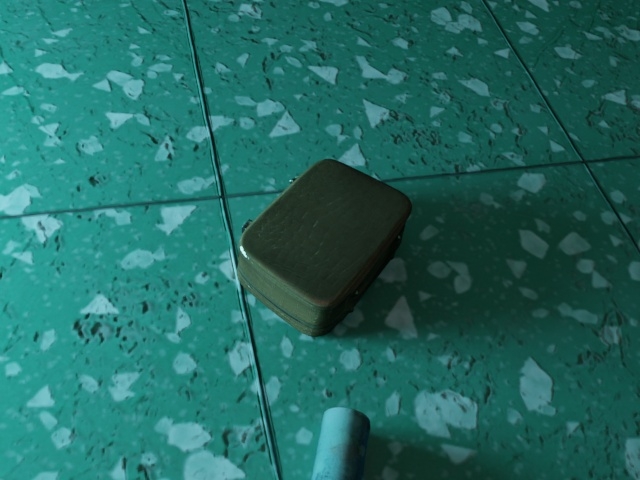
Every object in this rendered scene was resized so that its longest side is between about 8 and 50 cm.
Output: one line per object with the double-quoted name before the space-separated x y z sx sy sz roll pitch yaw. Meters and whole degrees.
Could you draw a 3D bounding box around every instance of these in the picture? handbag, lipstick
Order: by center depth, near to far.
"lipstick" 0.012 0.228 0.597 0.048 0.048 0.157 12 52 0
"handbag" 0.000 0.000 0.755 0.151 0.072 0.193 30 56 13
